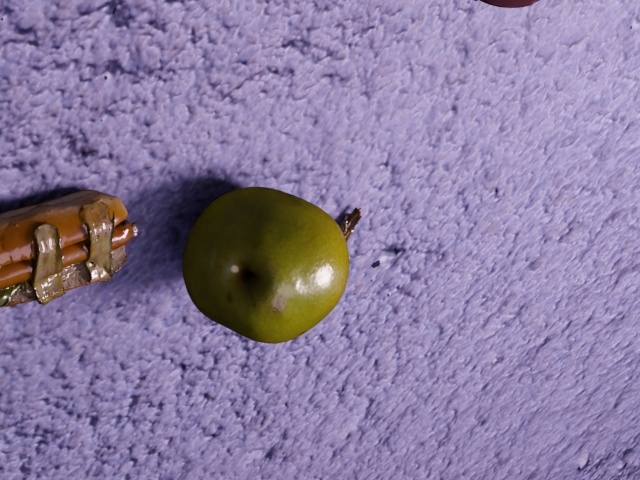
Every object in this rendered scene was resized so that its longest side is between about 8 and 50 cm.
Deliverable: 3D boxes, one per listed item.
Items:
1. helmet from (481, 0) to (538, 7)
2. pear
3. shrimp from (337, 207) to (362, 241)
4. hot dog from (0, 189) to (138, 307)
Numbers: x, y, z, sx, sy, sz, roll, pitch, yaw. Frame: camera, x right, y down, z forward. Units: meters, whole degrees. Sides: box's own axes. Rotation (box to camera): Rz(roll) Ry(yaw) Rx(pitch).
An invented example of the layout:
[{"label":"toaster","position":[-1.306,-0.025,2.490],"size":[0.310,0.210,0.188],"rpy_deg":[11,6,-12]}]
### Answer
[{"label":"helmet","position":[0.201,-0.290,1.798],"size":[0.123,0.070,0.098],"rpy_deg":[-4,131,-41]},{"label":"pear","position":[-0.053,0.026,1.833],"size":[0.216,0.180,0.166],"rpy_deg":[0,98,-77]},{"label":"shrimp","position":[0.000,0.000,1.969],"size":[0.114,0.023,0.083],"rpy_deg":[-48,141,17]},{"label":"hot dog","position":[-0.304,0.020,1.679],"size":[0.269,0.072,0.109],"rpy_deg":[-19,137,-28]}]
